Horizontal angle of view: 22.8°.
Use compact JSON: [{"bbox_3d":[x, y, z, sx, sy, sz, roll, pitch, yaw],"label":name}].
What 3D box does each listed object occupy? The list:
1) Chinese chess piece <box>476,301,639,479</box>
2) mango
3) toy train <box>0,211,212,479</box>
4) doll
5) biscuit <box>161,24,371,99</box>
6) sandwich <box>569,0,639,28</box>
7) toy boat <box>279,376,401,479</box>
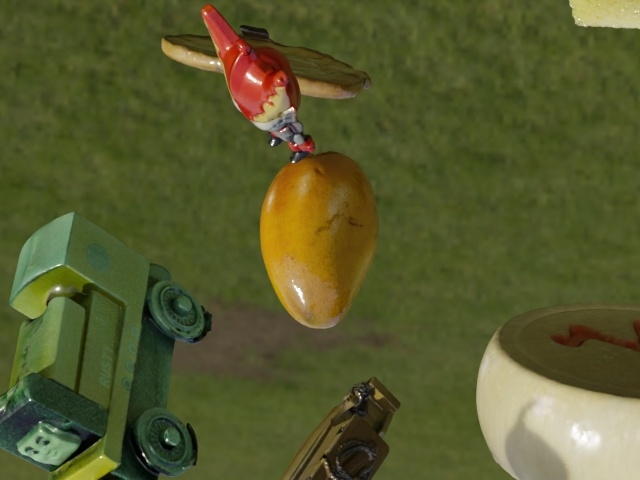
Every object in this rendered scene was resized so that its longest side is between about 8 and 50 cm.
[{"bbox_3d":[0.340,0.178,1.737,0.338,0.141,0.338,4,-163,-1],"label":"Chinese chess piece"},{"bbox_3d":[0.000,0.000,1.705,0.112,0.219,0.145,-25,131,30],"label":"mango"},{"bbox_3d":[-0.283,0.161,2.010,0.253,0.397,0.160,35,129,-30],"label":"toy train"},{"bbox_3d":[-0.043,-0.126,1.352,0.109,0.057,0.169,44,176,28],"label":"doll"},{"bbox_3d":[-0.065,-0.214,1.923,0.260,0.041,0.203,8,-158,-14],"label":"biscuit"},{"bbox_3d":[0.373,-0.309,1.967,0.193,0.058,0.162,48,136,-9],"label":"sandwich"},{"bbox_3d":[0.013,0.193,1.366,0.057,0.200,0.077,46,136,-9],"label":"toy boat"}]
